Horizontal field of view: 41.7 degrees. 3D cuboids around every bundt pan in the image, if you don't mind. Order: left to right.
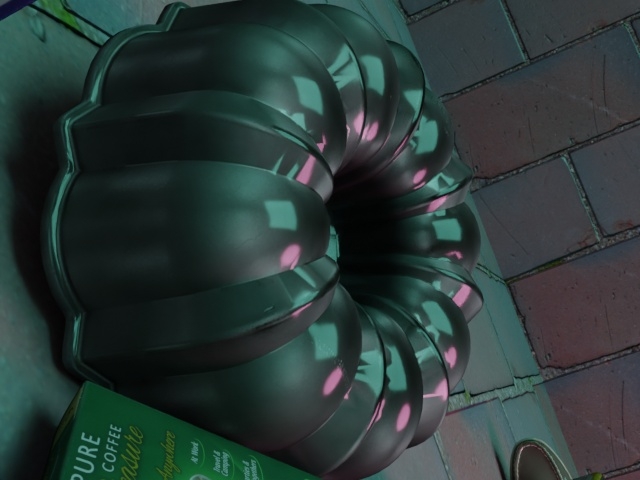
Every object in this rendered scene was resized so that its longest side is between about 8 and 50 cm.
[{"bbox_3d":[0.000,0.000,0.526,0.331,0.124,0.330,12,75,-52],"label":"bundt pan"}]

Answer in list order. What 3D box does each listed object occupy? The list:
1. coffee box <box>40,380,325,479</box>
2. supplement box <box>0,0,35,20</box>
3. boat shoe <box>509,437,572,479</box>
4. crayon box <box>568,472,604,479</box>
[{"bbox_3d":[-0.041,0.142,0.385,0.184,0.040,0.113,27,19,-18],"label":"coffee box"},{"bbox_3d":[-0.188,-0.223,0.447,0.114,0.111,0.220,51,22,-44],"label":"supplement box"},{"bbox_3d":[0.384,0.474,1.388,0.091,0.109,0.304,45,31,-64],"label":"boat shoe"},{"bbox_3d":[0.133,0.267,0.672,0.323,0.203,0.083,25,46,-67],"label":"crayon box"}]
